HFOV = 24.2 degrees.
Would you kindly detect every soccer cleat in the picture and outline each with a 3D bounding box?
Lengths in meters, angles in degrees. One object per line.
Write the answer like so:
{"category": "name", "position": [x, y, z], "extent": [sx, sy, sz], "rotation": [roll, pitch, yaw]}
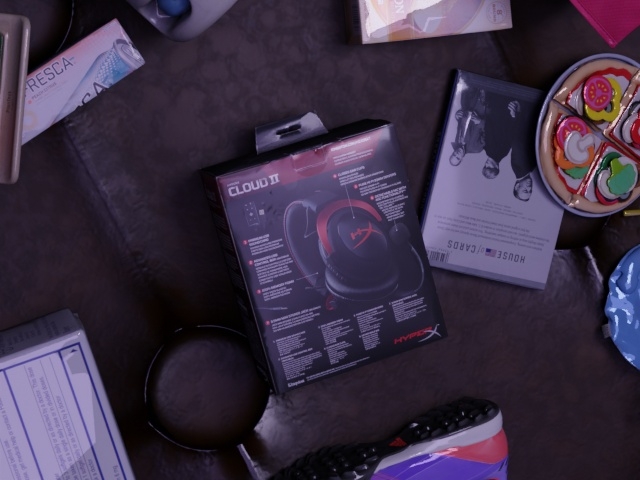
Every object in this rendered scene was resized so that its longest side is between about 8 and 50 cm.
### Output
{"category": "soccer cleat", "position": [0.082, 0.293, 1.792], "extent": [0.318, 0.108, 0.116], "rotation": [-19, 106, -14]}

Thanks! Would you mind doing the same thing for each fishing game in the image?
{"category": "fishing game", "position": [0.441, 0.086, 1.892], "extent": [0.189, 0.041, 0.264], "rotation": [-9, 92, -14]}

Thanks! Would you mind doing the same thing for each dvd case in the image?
{"category": "dvd case", "position": [0.217, -0.072, 1.814], "extent": [0.179, 0.029, 0.239], "rotation": [12, 95, -16]}

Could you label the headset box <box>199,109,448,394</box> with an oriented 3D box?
{"category": "headset box", "position": [0.000, 0.000, 1.724], "extent": [0.218, 0.110, 0.293], "rotation": [-18, 102, -12]}

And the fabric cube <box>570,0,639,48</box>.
{"category": "fabric cube", "position": [0.330, -0.417, 1.641], "extent": [0.258, 0.254, 0.259], "rotation": [-39, 108, 20]}

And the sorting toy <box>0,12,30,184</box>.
{"category": "sorting toy", "position": [-0.409, -0.156, 1.586], "extent": [0.196, 0.047, 0.348], "rotation": [7, 96, 9]}

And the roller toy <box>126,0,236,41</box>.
{"category": "roller toy", "position": [-0.130, -0.316, 1.606], "extent": [0.146, 0.209, 0.191], "rotation": [42, 108, -16]}

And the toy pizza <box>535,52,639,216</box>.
{"category": "toy pizza", "position": [0.348, -0.126, 1.817], "extent": [0.201, 0.032, 0.201], "rotation": [-6, 103, -28]}

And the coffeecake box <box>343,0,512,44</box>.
{"category": "coffeecake box", "position": [0.121, -0.307, 1.736], "extent": [0.185, 0.068, 0.142], "rotation": [-8, 99, -14]}

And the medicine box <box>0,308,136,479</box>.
{"category": "medicine box", "position": [-0.361, 0.251, 1.642], "extent": [0.289, 0.149, 0.263], "rotation": [-19, 102, -11]}

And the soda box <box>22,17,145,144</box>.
{"category": "soda box", "position": [-0.287, -0.172, 1.651], "extent": [0.183, 0.058, 0.063], "rotation": [-35, 105, -7]}
